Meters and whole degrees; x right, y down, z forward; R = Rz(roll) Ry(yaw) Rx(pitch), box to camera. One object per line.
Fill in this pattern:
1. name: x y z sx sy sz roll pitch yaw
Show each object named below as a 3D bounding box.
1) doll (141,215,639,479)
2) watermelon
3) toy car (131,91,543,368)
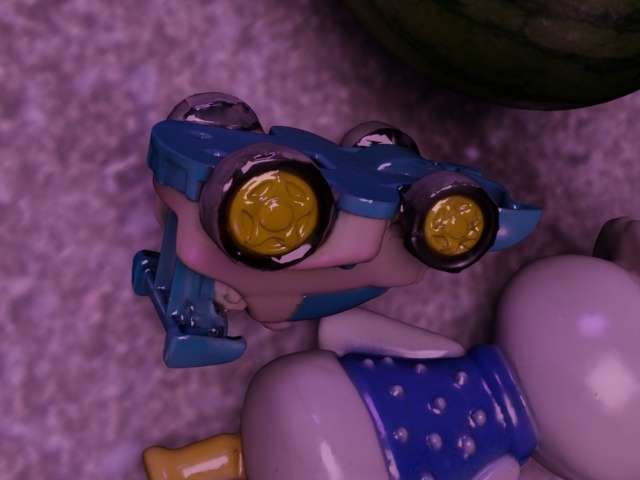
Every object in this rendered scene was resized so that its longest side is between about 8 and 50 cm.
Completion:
1. doll: 0.070 0.073 0.521 0.293 0.119 0.138 -21 59 -8
2. watermelon: 0.102 -0.147 0.495 0.214 0.188 0.188 12 85 -10
3. toy car: 0.000 0.000 0.513 0.161 0.126 0.098 9 107 -22
